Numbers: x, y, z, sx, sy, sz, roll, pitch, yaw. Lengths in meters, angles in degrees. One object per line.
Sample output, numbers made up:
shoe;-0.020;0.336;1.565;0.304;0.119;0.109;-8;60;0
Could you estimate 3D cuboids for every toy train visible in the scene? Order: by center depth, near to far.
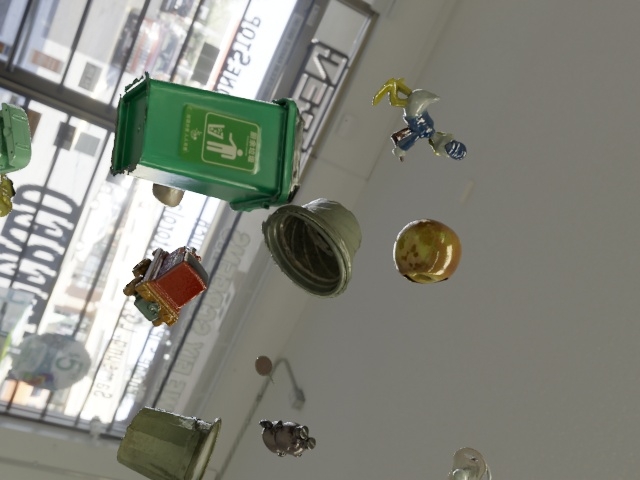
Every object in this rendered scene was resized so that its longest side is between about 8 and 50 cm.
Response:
toy train;-0.461;0.124;1.695;0.232;0.163;0.369;-33;-160;4

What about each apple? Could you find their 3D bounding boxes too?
apple;0.346;0.047;1.812;0.207;0.237;0.237;-63;-163;-20

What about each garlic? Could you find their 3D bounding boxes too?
garlic;-0.518;-0.252;1.952;0.325;0.132;0.278;-78;-179;-60

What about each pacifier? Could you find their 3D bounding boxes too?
pacifier;0.287;0.461;1.078;0.082;0.078;0.099;12;-95;37

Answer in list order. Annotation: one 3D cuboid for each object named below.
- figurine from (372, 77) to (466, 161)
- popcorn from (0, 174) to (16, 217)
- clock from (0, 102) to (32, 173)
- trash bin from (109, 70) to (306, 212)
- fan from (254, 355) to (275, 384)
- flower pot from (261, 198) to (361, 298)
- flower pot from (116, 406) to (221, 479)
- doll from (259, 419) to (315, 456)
figurine;0.332;-0.359;1.851;0.204;0.338;0.283;-42;164;-38
popcorn;-0.907;-0.148;1.387;0.252;0.215;0.286;-140;-139;-71
clock;-0.751;-0.219;1.255;0.060;0.189;0.148;6;70;-71
trash bin;-0.257;-0.216;1.249;0.295;0.381;0.259;-2;-99;53
fan;-0.222;0.537;2.262;0.085;0.133;0.005;-38;166;19
flower pot;0.000;0.000;1.219;0.140;0.235;0.235;-42;180;-38
flower pot;-0.373;0.508;1.368;0.212;0.203;0.212;21;90;-83
doll;-0.138;0.790;2.205;0.257;0.181;0.117;-20;-169;47
